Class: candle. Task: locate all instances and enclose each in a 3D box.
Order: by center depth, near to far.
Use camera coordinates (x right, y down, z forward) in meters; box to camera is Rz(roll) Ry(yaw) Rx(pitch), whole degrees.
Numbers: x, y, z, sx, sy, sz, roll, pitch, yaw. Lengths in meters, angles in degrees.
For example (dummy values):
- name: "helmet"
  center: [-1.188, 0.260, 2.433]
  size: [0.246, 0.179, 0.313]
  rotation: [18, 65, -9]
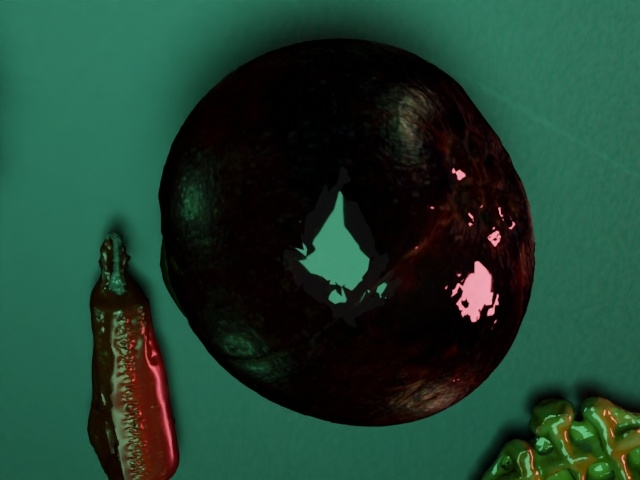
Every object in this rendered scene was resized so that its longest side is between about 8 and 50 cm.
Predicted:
- name: "candle"
  center: [-0.118, 0.073, 1.132]
  size: [0.053, 0.048, 0.162]
  rotation: [-1, 106, 16]

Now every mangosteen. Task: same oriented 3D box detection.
- name: "mangosteen"
  center: [0.002, -0.004, 1.041]
  size: [0.216, 0.216, 0.216]
  rotation: [-1, 105, -2]

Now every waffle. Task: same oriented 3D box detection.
- name: "waffle"
  center: [0.178, 0.185, 1.179]
  size: [0.183, 0.036, 0.169]
  rotation: [23, 106, -6]
